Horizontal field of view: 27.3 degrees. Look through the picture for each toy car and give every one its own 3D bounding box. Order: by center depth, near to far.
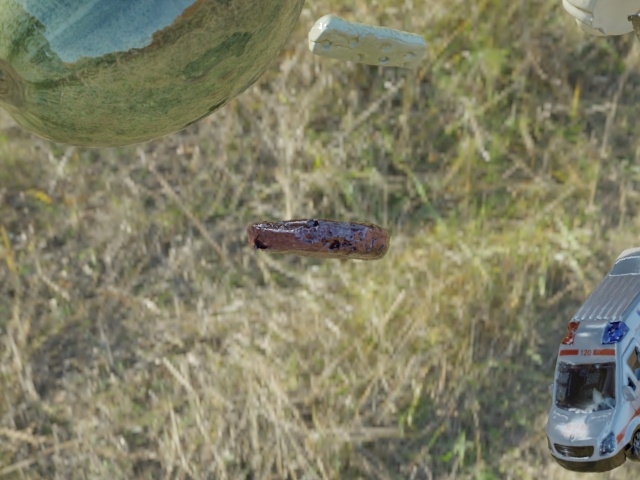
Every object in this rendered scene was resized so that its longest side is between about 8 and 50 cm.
[{"bbox_3d":[0.258,0.101,1.125,0.089,0.108,0.209,-2,35,49],"label":"toy car"}]

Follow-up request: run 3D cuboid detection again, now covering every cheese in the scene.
[{"bbox_3d":[0.070,-0.292,1.963,0.194,0.065,0.043,5,41,-33],"label":"cheese"}]

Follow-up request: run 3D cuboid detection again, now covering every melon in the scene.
[{"bbox_3d":[-0.146,-0.214,1.072,0.248,0.248,0.329,24,51,23],"label":"melon"}]

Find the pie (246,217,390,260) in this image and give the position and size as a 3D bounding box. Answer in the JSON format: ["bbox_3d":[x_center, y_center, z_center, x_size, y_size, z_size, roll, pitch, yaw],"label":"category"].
[{"bbox_3d":[0.000,0.000,1.385,0.153,0.153,0.038,1,85,4],"label":"pie"}]

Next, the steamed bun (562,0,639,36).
[{"bbox_3d":[0.412,-0.369,1.804,0.183,0.183,0.106,-22,54,-18],"label":"steamed bun"}]

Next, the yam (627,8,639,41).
[{"bbox_3d":[0.369,-0.229,1.279,0.127,0.084,0.084,-42,54,0],"label":"yam"}]
